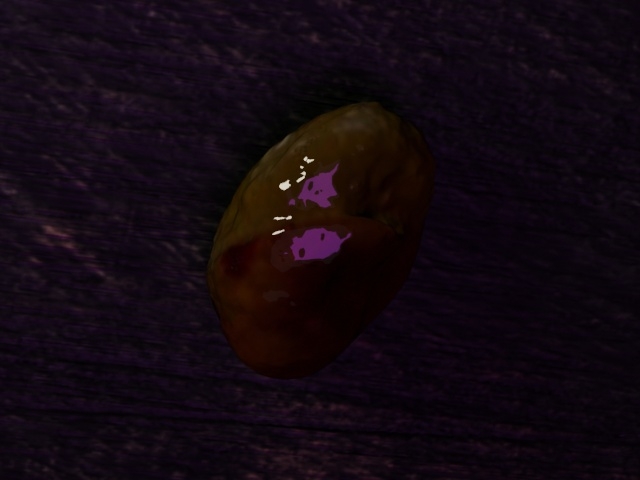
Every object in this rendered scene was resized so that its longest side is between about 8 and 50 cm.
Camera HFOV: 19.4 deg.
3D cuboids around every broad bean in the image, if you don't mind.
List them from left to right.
[{"bbox_3d":[0.002,0.002,1.424,0.156,0.122,0.228,26,113,-23],"label":"broad bean"}]
